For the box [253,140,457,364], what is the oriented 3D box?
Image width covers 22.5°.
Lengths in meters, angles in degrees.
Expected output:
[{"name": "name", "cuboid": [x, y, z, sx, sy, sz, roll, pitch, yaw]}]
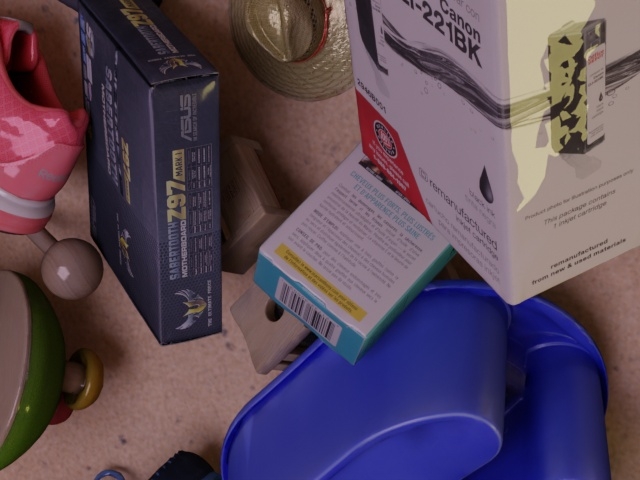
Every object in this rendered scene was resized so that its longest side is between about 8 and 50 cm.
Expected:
[{"name": "box", "cuboid": [0.067, -0.033, 1.171, 0.100, 0.244, 0.060, 40, 157, 10]}]

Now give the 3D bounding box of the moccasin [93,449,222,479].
[{"name": "moccasin", "cuboid": [-0.213, 0.304, 1.467, 0.117, 0.138, 0.342, 43, 118, 13]}]

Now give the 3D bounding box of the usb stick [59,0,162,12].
[{"name": "usb stick", "cuboid": [-0.253, -0.262, 1.358, 0.278, 0.045, 0.077, 32, 116, 13]}]

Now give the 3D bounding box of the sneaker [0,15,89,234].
[{"name": "sneaker", "cuboid": [-0.295, -0.154, 1.363, 0.314, 0.116, 0.136, 50, 115, 20]}]

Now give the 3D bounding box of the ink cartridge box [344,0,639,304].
[{"name": "ink cartridge box", "cuboid": [0.106, -0.129, 1.005, 0.197, 0.114, 0.273, 49, 156, 43]}]

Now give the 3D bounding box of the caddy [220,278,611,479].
[{"name": "caddy", "cuboid": [0.071, 0.175, 1.251, 0.241, 0.179, 0.341, 33, 122, -23]}]

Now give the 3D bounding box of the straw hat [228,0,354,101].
[{"name": "straw hat", "cuboid": [-0.028, -0.174, 1.268, 0.144, 0.061, 0.144, 8, 109, 23]}]

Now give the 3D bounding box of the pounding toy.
[{"name": "pounding toy", "cuboid": [-0.244, 0.100, 1.432, 0.183, 0.110, 0.237, 31, 103, 57]}]

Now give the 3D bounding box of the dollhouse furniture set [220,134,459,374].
[{"name": "dollhouse furniture set", "cuboid": [0.000, 0.000, 1.295, 0.129, 0.129, 0.183, -45, 54, 29]}]

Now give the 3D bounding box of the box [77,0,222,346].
[{"name": "box", "cuboid": [-0.135, -0.061, 1.277, 0.183, 0.059, 0.232, -132, 35, -50]}]
